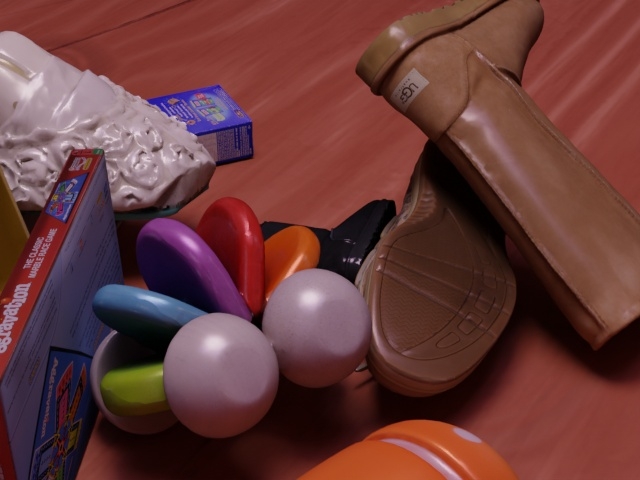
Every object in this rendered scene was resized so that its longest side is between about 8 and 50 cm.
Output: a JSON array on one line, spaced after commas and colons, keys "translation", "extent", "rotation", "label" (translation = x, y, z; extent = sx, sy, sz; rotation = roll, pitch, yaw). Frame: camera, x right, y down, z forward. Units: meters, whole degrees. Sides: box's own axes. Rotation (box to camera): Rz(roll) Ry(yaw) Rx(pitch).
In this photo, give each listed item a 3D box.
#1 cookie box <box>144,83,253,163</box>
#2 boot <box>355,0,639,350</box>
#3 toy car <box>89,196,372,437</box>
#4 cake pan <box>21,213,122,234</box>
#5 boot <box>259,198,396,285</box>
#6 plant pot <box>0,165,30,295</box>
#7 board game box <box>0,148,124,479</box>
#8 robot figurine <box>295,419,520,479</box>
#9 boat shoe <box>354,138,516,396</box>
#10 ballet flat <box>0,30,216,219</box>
[{"translation": [-0.127, -0.100, 1.286], "extent": [0.107, 0.040, 0.092], "rotation": [-13, 32, -19], "label": "cookie box"}, {"translation": [0.173, -0.063, 1.060], "extent": [0.269, 0.089, 0.236], "rotation": [49, 43, 11], "label": "boot"}, {"translation": [-0.069, 0.044, 0.904], "extent": [0.182, 0.136, 0.159], "rotation": [-24, 9, -32], "label": "toy car"}, {"translation": [-0.311, -0.045, 1.191], "extent": [0.293, 0.054, 0.293], "rotation": [-2, 30, 1], "label": "cake pan"}, {"translation": [0.000, 0.000, 1.107], "extent": [0.099, 0.045, 0.121], "rotation": [5, 32, 19], "label": "boot"}, {"translation": [-0.321, 0.025, 0.944], "extent": [0.187, 0.212, 0.212], "rotation": [-13, 29, 8], "label": "plant pot"}, {"translation": [-0.169, 0.068, 0.899], "extent": [0.027, 0.145, 0.281], "rotation": [-2, 30, 6], "label": "board game box"}, {"translation": [0.024, 0.173, 0.724], "extent": [0.219, 0.158, 0.128], "rotation": [-27, 61, -35], "label": "robot figurine"}, {"translation": [0.083, 0.028, 1.027], "extent": [0.105, 0.089, 0.285], "rotation": [28, 36, -1], "label": "boat shoe"}, {"translation": [-0.288, -0.103, 1.105], "extent": [0.409, 0.147, 0.147], "rotation": [6, 31, 12], "label": "ballet flat"}]
